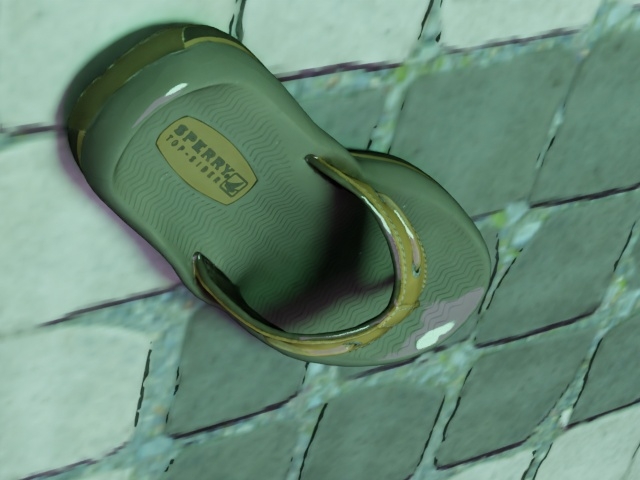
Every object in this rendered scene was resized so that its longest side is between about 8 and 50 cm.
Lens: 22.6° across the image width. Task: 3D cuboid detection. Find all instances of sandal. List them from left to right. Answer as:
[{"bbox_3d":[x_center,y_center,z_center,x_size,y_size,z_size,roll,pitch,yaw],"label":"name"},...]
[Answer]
[{"bbox_3d":[0.000,0.000,0.553,0.090,0.060,0.219,-44,144,3],"label":"sandal"}]
